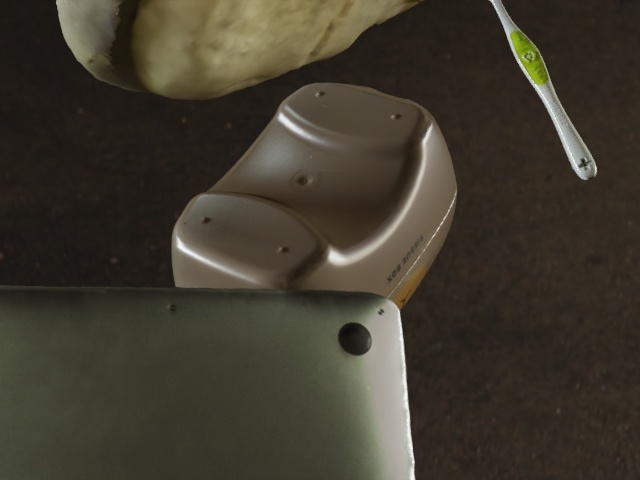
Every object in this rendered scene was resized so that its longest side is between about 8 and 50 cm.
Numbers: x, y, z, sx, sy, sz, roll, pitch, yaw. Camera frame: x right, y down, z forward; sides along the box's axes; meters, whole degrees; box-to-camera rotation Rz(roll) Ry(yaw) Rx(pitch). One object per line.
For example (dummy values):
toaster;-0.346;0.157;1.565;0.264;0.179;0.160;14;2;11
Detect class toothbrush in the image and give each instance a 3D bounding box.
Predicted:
toothbrush;0.199;-0.161;1.205;0.022;0.026;0.263;-22;62;1

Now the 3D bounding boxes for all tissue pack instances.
tissue pack;0.000;0.000;1.688;0.267;0.277;0.387;21;54;27

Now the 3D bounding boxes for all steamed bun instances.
steamed bun;-0.033;-0.275;0.796;0.324;0.372;0.230;-26;61;-30

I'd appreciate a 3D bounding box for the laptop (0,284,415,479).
laptop;-0.093;0.103;0.430;0.269;0.015;0.188;2;68;-13
